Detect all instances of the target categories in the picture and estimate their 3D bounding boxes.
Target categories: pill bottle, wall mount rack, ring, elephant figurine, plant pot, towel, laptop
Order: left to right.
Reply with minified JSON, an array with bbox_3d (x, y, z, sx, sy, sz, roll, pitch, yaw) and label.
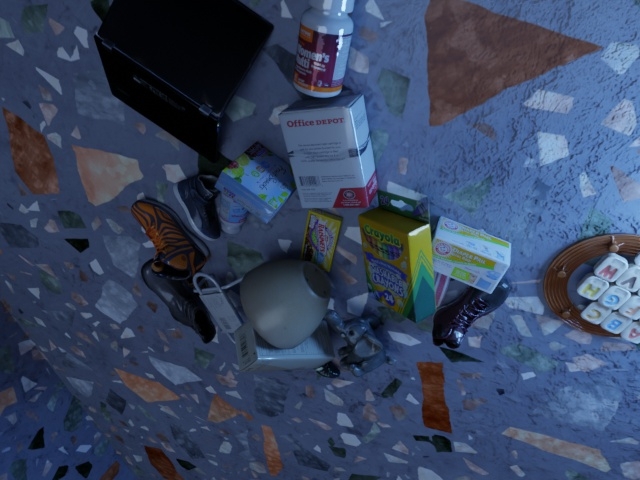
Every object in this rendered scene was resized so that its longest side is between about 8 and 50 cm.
[{"bbox_3d":[-0.375,-0.483,1.305,0.382,0.236,0.408,35,158,-1],"label":"laptop"},{"bbox_3d":[-0.269,-0.102,1.481,0.087,0.087,0.160,22,129,8],"label":"pill bottle"},{"bbox_3d":[-0.280,0.217,1.692,0.304,0.130,0.350,-10,119,33],"label":"wall mount rack"},{"bbox_3d":[-0.080,0.167,1.479,0.191,0.284,0.284,-36,104,27],"label":"plant pot"},{"bbox_3d":[0.009,-0.454,1.090,0.121,0.121,0.221,19,129,10],"label":"pill bottle"},{"bbox_3d":[0.134,0.318,1.549,0.169,0.186,0.239,36,140,39],"label":"elephant figurine"},{"bbox_3d":[0.285,0.113,1.429,0.197,0.029,0.144,17,125,12],"label":"towel"},{"bbox_3d":[0.760,0.130,1.228,0.337,0.032,0.336,11,126,16],"label":"ring"}]

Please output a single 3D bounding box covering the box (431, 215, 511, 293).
[{"bbox_3d":[0.389,0.037,1.278,0.203,0.103,0.114,22,130,8],"label":"box"}]

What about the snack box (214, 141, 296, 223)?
[{"bbox_3d":[-0.162,-0.164,1.312,0.174,0.207,0.070,36,130,-2],"label":"snack box"}]

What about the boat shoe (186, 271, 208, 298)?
[{"bbox_3d":[-0.469,0.151,1.763,0.064,0.060,0.178,2,123,23],"label":"boat shoe"}]

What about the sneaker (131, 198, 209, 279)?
[{"bbox_3d":[-0.540,0.004,1.613,0.321,0.180,0.124,40,129,-7],"label":"sneaker"}]

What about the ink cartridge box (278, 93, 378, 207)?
[{"bbox_3d":[0.027,-0.229,1.244,0.197,0.114,0.272,1,124,24],"label":"ink cartridge box"}]

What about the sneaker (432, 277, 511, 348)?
[{"bbox_3d":[0.424,0.226,1.357,0.106,0.162,0.281,38,130,-5],"label":"sneaker"}]

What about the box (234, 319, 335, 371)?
[{"bbox_3d":[-0.116,0.348,1.588,0.311,0.148,0.121,11,142,-37],"label":"box"}]

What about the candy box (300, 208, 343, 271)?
[{"bbox_3d":[0.000,0.000,1.473,0.105,0.027,0.206,18,129,9],"label":"candy box"}]

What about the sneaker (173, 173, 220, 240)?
[{"bbox_3d":[-0.354,-0.107,1.515,0.163,0.086,0.226,-16,114,35],"label":"sneaker"}]

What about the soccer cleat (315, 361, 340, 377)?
[{"bbox_3d":[-0.004,0.453,1.774,0.179,0.060,0.072,27,128,8],"label":"soccer cleat"}]

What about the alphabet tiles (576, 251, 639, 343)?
[{"bbox_3d":[0.805,0.141,1.183,0.284,0.021,0.278,26,130,5],"label":"alphabet tiles"}]

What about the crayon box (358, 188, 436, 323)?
[{"bbox_3d":[0.205,0.040,1.293,0.203,0.083,0.323,26,132,52],"label":"crayon box"}]

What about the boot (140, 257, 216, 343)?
[{"bbox_3d":[-0.500,0.216,1.736,0.223,0.118,0.338,23,149,42],"label":"boot"}]
